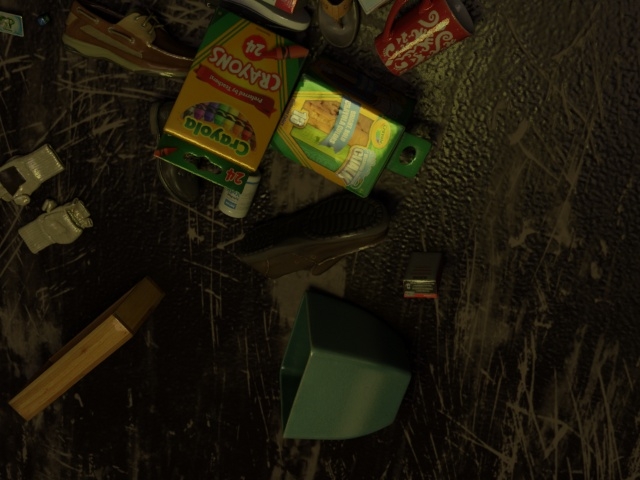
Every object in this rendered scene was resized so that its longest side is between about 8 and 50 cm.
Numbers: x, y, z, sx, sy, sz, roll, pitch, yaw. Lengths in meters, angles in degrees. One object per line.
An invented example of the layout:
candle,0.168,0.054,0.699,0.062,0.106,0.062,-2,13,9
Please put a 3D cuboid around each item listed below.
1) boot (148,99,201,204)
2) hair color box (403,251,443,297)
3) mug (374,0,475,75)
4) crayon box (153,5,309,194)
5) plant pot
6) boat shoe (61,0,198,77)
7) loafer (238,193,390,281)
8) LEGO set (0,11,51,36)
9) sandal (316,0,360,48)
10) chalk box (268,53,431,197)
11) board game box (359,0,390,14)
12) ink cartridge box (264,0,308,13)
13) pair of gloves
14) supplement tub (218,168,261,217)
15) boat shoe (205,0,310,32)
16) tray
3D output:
boot,-0.250,-0.201,1.955,0.229,0.091,0.263,0,113,37
hair color box,0.221,0.072,1.969,0.072,0.141,0.043,1,114,14
mug,0.187,-0.415,1.778,0.169,0.113,0.150,-31,112,29
crayon box,-0.177,-0.273,1.824,0.202,0.081,0.318,23,89,-10
plant pot,0.060,0.293,2.064,0.252,0.248,0.247,11,117,-11
boat shoe,-0.387,-0.423,1.915,0.324,0.122,0.120,15,113,6
loafer,0.000,0.000,2.018,0.366,0.134,0.130,-12,134,29
LEGO set,-0.697,-0.544,1.994,0.244,0.060,0.182,15,129,9
sandal,0.039,-0.486,1.809,0.090,0.060,0.219,14,116,8
chalk box,0.076,-0.219,1.854,0.289,0.179,0.180,27,118,1
board game box,0.130,-0.627,1.647,0.319,0.066,0.318,-28,94,39
ink cartridge box,-0.096,-0.541,1.782,0.176,0.127,0.128,25,118,3
pair of gloves,-0.666,-0.091,2.178,0.204,0.042,0.240,-18,109,21
supplement tub,-0.178,-0.112,2.028,0.071,0.071,0.107,24,116,3
boat shoe,-0.132,-0.462,1.860,0.228,0.080,0.076,21,134,1
tray,-0.561,0.262,2.219,0.411,0.203,0.076,-39,101,26
